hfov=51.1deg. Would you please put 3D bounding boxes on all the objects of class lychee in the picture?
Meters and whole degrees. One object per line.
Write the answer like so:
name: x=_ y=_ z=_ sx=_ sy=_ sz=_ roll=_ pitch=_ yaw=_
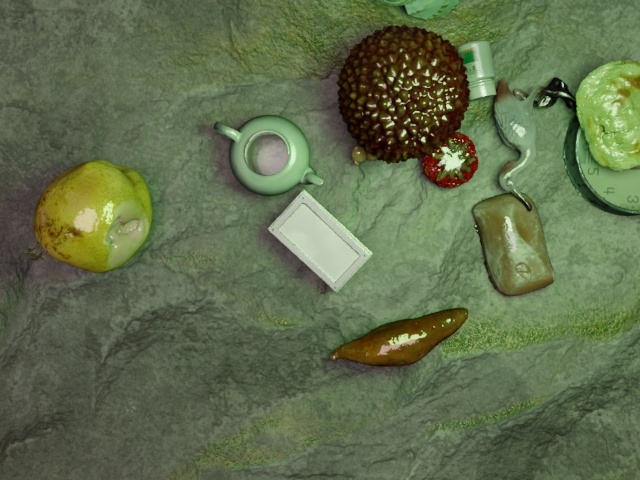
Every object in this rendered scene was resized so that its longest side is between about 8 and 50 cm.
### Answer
lychee: x=0.185 y=-0.328 z=1.493 sx=0.306 sy=0.330 sz=0.306 roll=-8 pitch=116 yaw=-16

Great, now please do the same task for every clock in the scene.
clock: x=0.753 y=-0.220 z=1.601 sx=0.325 sy=0.067 sz=0.325 roll=0 pitch=93 yaw=1

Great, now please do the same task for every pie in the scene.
pie: x=0.696 y=-0.289 z=1.521 sx=0.201 sy=0.090 sz=0.248 roll=-22 pitch=95 yaw=-1

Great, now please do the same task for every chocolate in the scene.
chocolate: x=0.471 y=0.009 z=1.611 sx=0.161 sy=0.083 sz=0.261 roll=-19 pitch=92 yaw=0

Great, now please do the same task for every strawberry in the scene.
strawberry: x=0.311 y=-0.195 z=1.601 sx=0.145 sy=0.086 sz=0.145 roll=0 pitch=95 yaw=2

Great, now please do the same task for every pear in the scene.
pear: x=-0.514 y=-0.059 z=1.540 sx=0.271 sy=0.271 sz=0.271 roll=0 pitch=93 yaw=1

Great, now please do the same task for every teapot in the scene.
teapot: x=-0.122 y=-0.202 z=1.585 sx=0.294 sy=0.129 sz=0.193 roll=29 pitch=93 yaw=-1

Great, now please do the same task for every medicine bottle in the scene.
medicine bottle: x=0.373 y=-0.401 z=1.588 sx=0.080 sy=0.080 sz=0.130 roll=-11 pitch=93 yaw=2

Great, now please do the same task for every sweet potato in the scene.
sweet potato: x=0.198 y=0.247 z=1.618 sx=0.359 sy=0.112 sz=0.112 roll=-13 pitch=93 yaw=-1

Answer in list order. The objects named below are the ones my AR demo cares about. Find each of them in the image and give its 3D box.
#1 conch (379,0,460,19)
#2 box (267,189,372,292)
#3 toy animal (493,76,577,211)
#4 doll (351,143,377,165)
conch: x=0.241 y=-0.675 z=1.516 sx=0.303 sy=0.215 sz=0.319 roll=23 pitch=95 yaw=-11
box: x=0.000 y=0.000 z=1.617 sx=0.225 sy=0.086 sz=0.129 roll=43 pitch=93 yaw=-1
toy animal: x=0.475 y=-0.256 z=1.584 sx=0.195 sy=0.090 sz=0.324 roll=25 pitch=87 yaw=11
doll: x=0.120 y=-0.216 z=1.619 sx=0.093 sy=0.051 sz=0.061 roll=-12 pitch=119 yaw=4
